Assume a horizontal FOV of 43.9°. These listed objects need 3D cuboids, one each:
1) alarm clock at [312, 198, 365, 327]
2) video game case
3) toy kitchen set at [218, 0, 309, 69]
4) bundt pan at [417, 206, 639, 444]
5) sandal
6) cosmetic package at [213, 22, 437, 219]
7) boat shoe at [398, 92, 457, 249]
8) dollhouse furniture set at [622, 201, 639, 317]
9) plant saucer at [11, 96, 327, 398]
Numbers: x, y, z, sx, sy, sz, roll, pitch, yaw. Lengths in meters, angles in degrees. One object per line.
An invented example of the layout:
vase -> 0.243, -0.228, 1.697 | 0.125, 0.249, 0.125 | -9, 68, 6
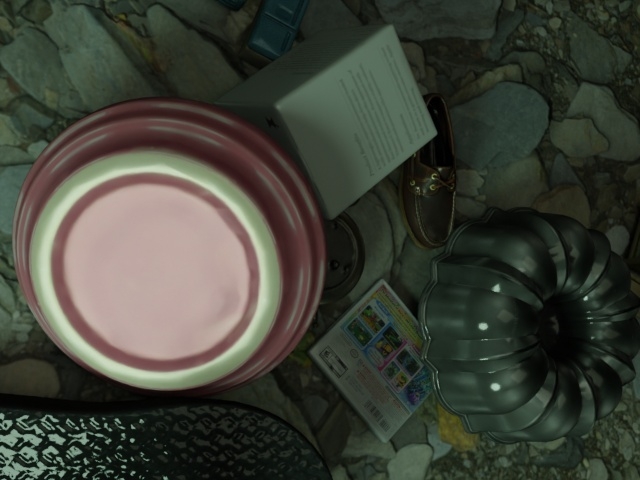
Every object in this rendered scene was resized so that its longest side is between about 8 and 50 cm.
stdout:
alarm clock -> 0.000, 0.000, 0.991 | 0.129, 0.064, 0.192 | 34, 68, -15
video game case -> 0.080, 0.153, 1.024 | 0.143, 0.019, 0.157 | -43, 99, -22
toy kitchen set -> -0.099, -0.318, 0.934 | 0.207, 0.166, 0.122 | 24, 74, -18
bundt pan -> 0.295, 0.112, 1.043 | 0.331, 0.124, 0.330 | 2, 86, -27
sandal -> -0.199, 0.229, 0.848 | 0.446, 0.107, 0.167 | 11, 96, -9
cosmetic package -> 0.006, -0.144, 0.941 | 0.184, 0.151, 0.151 | -38, 118, -22
boat shoe -> 0.146, -0.092, 1.058 | 0.073, 0.073, 0.207 | -6, 86, -27
dollhouse furniture set -> 0.547, 0.049, 1.189 | 0.161, 0.101, 0.181 | 28, 73, -17
plant saucer -> -0.160, 0.023, 0.812 | 0.332, 0.084, 0.332 | 1, 107, 3
